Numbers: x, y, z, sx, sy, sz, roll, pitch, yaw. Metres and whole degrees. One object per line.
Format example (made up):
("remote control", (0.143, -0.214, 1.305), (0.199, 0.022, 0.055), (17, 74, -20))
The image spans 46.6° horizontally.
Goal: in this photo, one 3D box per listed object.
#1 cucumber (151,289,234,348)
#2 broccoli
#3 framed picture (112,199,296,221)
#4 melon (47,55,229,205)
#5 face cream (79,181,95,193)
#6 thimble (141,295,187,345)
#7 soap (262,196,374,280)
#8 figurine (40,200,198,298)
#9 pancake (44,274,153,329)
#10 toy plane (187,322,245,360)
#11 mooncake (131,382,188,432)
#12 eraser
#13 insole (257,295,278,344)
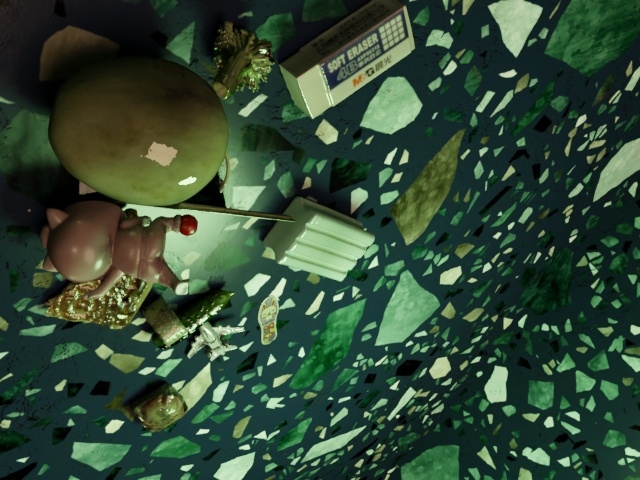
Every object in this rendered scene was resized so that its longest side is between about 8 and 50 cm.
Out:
("cucumber", (-0.306, 0.185, 1.800), (0.227, 0.069, 0.069), (-35, 144, -17))
("broccoli", (-0.155, -0.309, 1.337), (0.118, 0.204, 0.122), (23, 123, -4))
("framed picture", (-0.231, -0.066, 1.501), (0.296, 0.232, 0.019), (4, 93, -46))
("melon", (-0.298, -0.184, 1.266), (0.308, 0.272, 0.271), (-21, 139, -37))
("face cream", (-0.344, -0.140, 1.442), (0.244, 0.058, 0.092), (-10, 138, -28))
("thimble", (-0.360, 0.185, 1.712), (0.062, 0.110, 0.084), (-37, 168, -14))
("soap", (0.000, 0.000, 1.873), (0.265, 0.087, 0.159), (19, 113, -51))
("figurine", (-0.386, 0.013, 1.438), (0.288, 0.186, 0.176), (4, 113, -4))
("pancake", (-0.466, 0.093, 1.581), (0.245, 0.057, 0.265), (-13, 131, -22))
("toy plane", (-0.275, 0.251, 1.896), (0.162, 0.065, 0.171), (-27, 148, -3))
("mooncake", (-0.421, 0.442, 1.945), (0.125, 0.073, 0.130), (-35, 142, -7))
("eraser", (0.060, -0.382, 1.545), (0.279, 0.081, 0.124), (-36, 143, -9))
("insole", (-0.143, 0.221, 2.036), (0.065, 0.004, 0.197), (-23, 139, -26))
